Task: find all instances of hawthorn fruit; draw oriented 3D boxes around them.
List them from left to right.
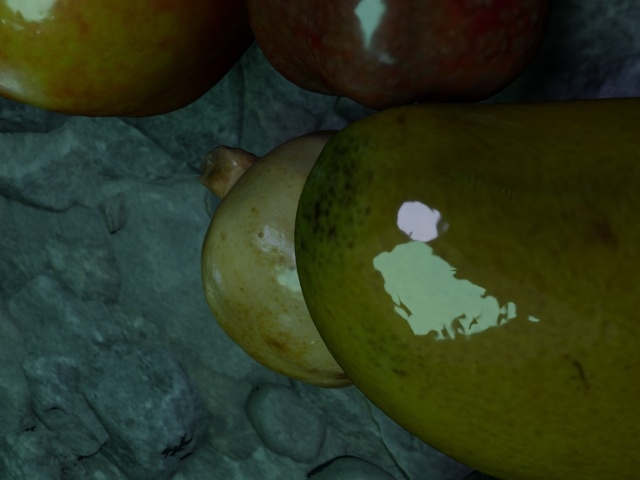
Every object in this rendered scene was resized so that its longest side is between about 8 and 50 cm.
[{"bbox_3d":[0.058,-0.204,0.712,0.208,0.208,0.248,18,113,22],"label":"hawthorn fruit"}]

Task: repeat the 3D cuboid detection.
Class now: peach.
[{"bbox_3d":[-0.144,-0.227,0.812,0.245,0.248,0.274,12,115,-15],"label":"peach"}]

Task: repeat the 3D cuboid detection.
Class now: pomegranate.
[{"bbox_3d":[0.012,0.011,0.865,0.207,0.207,0.207,15,124,24],"label":"pomegranate"}]

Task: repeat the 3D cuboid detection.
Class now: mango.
[{"bbox_3d":[0.164,0.031,0.708,0.378,0.221,0.263,13,116,-14],"label":"mango"}]

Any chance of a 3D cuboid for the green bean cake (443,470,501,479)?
[{"bbox_3d":[0.160,0.301,0.915,0.255,0.132,0.241,-16,105,3],"label":"green bean cake"}]
